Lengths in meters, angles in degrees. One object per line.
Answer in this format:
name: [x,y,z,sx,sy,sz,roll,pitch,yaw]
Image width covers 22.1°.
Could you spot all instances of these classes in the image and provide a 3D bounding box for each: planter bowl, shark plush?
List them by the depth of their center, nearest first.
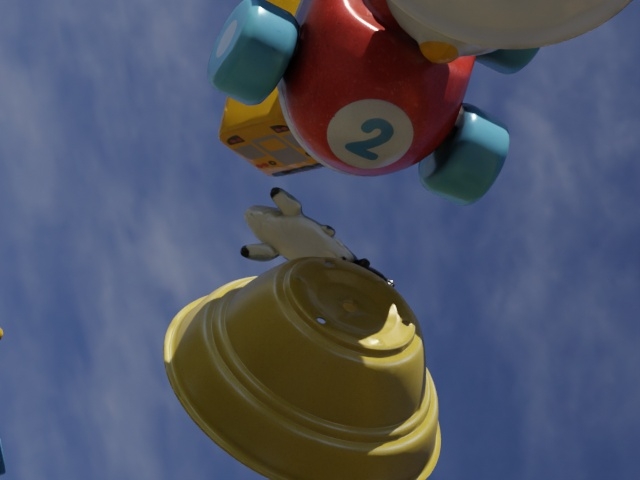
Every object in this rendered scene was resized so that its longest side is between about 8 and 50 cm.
planter bowl: [0.006,0.076,1.162,0.217,0.217,0.090,47,-54,28]
shark plush: [0.000,0.000,1.573,0.161,0.067,0.073,15,-93,8]

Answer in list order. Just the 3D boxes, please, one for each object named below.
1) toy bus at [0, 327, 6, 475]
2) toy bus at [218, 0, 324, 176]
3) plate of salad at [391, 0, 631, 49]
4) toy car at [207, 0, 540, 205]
toy bus: [-0.281,0.082,0.919,0.104,0.202,0.191,29,-62,37]
toy bus: [-0.003,-0.229,1.691,0.108,0.130,0.333,-12,-123,40]
plate of salad: [0.106,-0.206,0.934,0.048,0.199,0.200,139,-68,-85]
toy car: [0.077,-0.155,1.110,0.238,0.219,0.210,-14,-126,67]
